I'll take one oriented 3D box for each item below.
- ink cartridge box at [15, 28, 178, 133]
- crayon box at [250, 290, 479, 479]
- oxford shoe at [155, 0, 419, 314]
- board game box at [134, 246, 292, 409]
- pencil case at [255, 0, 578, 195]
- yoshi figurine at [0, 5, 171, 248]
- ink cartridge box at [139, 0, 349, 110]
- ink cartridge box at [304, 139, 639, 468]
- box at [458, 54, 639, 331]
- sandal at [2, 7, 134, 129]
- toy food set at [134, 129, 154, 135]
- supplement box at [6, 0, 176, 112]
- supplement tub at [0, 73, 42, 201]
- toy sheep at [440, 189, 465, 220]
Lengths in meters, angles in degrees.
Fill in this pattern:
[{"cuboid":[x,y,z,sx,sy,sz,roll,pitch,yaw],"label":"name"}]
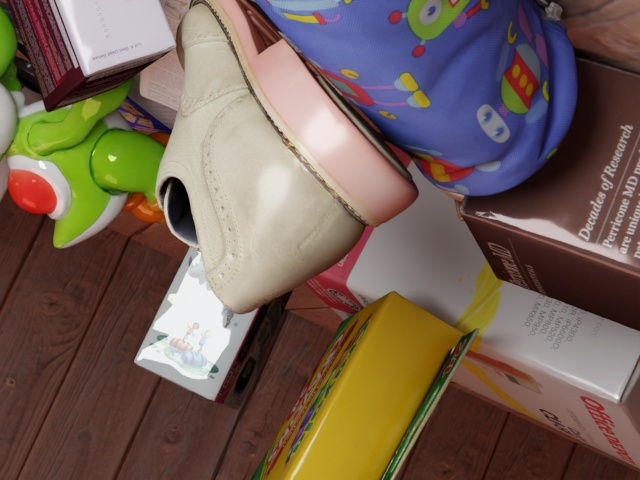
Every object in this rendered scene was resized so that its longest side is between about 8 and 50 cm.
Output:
[{"cuboid":[-0.206,-0.179,1.365,0.206,0.045,0.208,13,163,47],"label":"ink cartridge box"},{"cuboid":[0.030,0.161,1.200,0.081,0.202,0.318,31,166,-3],"label":"crayon box"},{"cuboid":[-0.066,-0.077,0.899,0.140,0.146,0.397,44,-175,-22],"label":"oxford shoe"},{"cuboid":[-0.077,0.024,1.400,0.097,0.303,0.224,23,172,5],"label":"board game box"},{"cuboid":[0.049,-0.136,0.712,0.119,0.133,0.306,44,-176,37],"label":"pencil case"},{"cuboid":[-0.277,-0.142,1.294,0.362,0.203,0.203,19,-146,-32],"label":"yoshi figurine"},{"cuboid":[-0.060,-0.165,1.131,0.189,0.066,0.232,24,150,1],"label":"ink cartridge box"},{"cuboid":[0.190,0.065,1.295,0.384,0.160,0.279,22,167,32],"label":"ink cartridge box"},{"cuboid":[0.302,0.010,0.873,0.381,0.143,0.191,22,172,21],"label":"box"},{"cuboid":[-0.300,-0.184,1.503,0.097,0.054,0.254,17,161,38],"label":"sandal"},{"cuboid":[-0.182,-0.137,1.629,0.192,0.039,0.132,24,166,34],"label":"toy food set"},{"cuboid":[-0.190,-0.183,1.011,0.239,0.073,0.130,-1,109,70],"label":"supplement box"},{"cuboid":[-0.561,-0.173,1.734,0.324,0.235,0.235,27,171,-17],"label":"supplement tub"},{"cuboid":[0.124,-0.070,1.031,0.091,0.091,0.132,23,159,3],"label":"toy sheep"}]
